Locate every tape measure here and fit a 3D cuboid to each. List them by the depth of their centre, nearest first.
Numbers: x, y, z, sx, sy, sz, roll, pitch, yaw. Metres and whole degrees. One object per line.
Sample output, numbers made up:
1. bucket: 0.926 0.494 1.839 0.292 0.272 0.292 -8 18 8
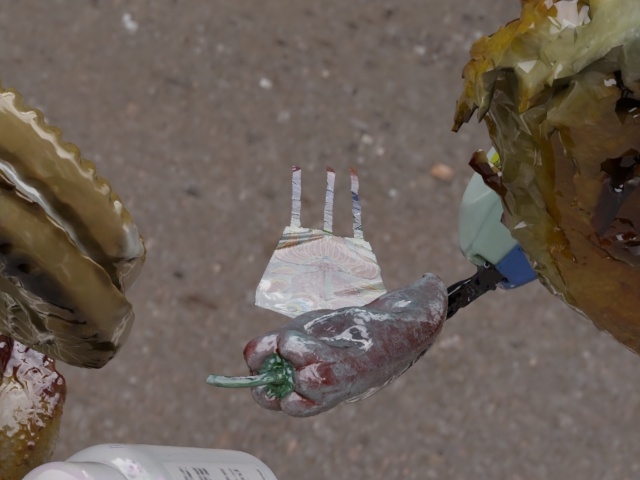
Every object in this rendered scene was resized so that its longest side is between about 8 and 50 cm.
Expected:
1. tape measure: 0.161 -0.022 1.405 0.098 0.351 0.215 42 30 -8

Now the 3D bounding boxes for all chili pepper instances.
1. chili pepper: 0.011 0.047 0.767 0.050 0.041 0.153 43 32 20

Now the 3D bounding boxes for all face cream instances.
1. face cream: -0.098 0.159 1.028 0.082 0.082 0.269 36 3 19

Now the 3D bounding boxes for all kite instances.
1. kite: 0.001 -0.002 1.637 0.127 0.016 0.229 9 41 -11

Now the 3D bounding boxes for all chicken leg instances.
1. chicken leg: -0.278 0.161 1.527 0.083 0.177 0.322 12 42 -17

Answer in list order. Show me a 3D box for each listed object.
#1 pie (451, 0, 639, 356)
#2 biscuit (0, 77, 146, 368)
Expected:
1. pie: 0.204 -0.029 0.714 0.308 0.308 0.085 20 56 -7
2. biscuit: -0.194 -0.033 0.892 0.259 0.259 0.079 32 72 13
